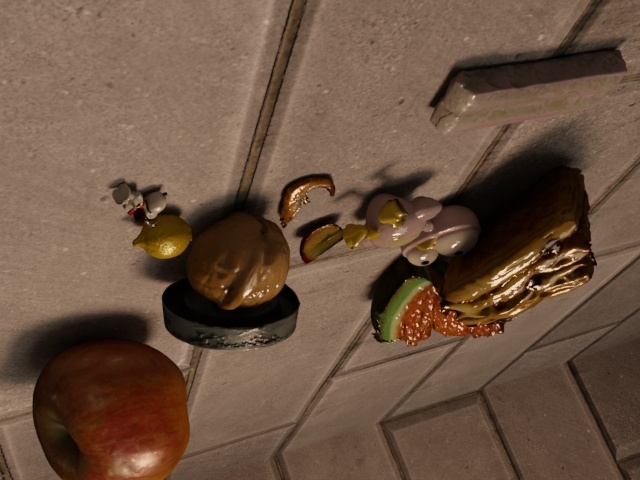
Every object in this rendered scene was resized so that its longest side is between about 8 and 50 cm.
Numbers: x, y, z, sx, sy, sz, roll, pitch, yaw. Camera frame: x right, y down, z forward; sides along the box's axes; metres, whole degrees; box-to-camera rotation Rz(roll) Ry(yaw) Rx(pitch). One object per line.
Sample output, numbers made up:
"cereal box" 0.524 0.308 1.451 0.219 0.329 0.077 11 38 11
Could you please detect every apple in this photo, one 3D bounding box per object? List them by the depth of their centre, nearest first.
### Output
"apple" -0.360 0.308 1.579 0.301 0.302 0.301 -19 158 -8

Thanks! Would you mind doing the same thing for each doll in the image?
"doll" -0.245 -0.046 1.180 0.085 0.040 0.058 0 137 -52
"doll" 0.172 -0.020 1.554 0.160 0.094 0.365 -29 157 25

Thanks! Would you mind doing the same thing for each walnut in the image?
"walnut" -0.123 0.036 1.346 0.166 0.149 0.167 -3 133 -4

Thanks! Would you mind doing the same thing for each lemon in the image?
"lemon" -0.226 -0.005 1.258 0.092 0.065 0.065 -10 155 -32

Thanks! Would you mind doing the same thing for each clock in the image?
"clock" -0.147 0.114 1.432 0.226 0.226 0.049 -7 113 -32

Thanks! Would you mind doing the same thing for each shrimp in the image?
"shrimp" -0.025 -0.059 1.371 0.091 0.025 0.127 -9 152 -31

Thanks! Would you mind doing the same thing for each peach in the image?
"peach" 0.000 0.000 1.493 0.083 0.050 0.077 -30 -178 44

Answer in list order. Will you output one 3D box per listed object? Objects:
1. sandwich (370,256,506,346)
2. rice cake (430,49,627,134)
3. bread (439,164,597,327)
"sandwich" 0.268 0.120 1.877 0.301 0.162 0.250 11 140 -1
"rice cake" 0.305 -0.215 1.279 0.297 0.050 0.106 -12 157 -24
"bread" 0.385 0.030 1.637 0.324 0.167 0.277 -40 -171 32
